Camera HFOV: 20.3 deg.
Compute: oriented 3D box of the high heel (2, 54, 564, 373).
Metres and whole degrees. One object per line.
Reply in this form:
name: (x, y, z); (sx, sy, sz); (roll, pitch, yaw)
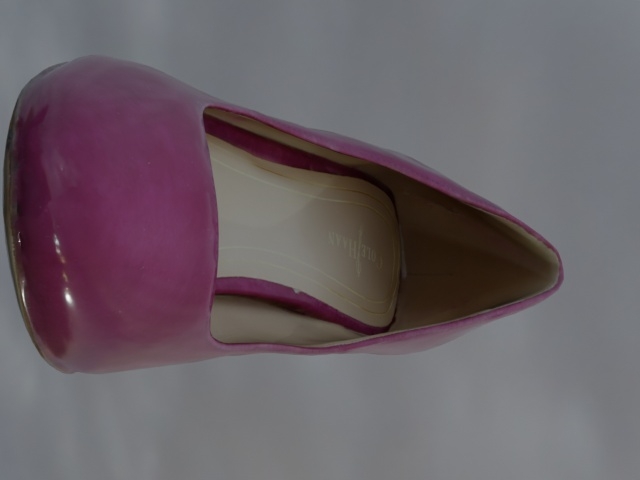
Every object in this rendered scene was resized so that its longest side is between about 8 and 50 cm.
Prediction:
high heel: (0.000, 0.000, 0.477); (0.244, 0.117, 0.082); (42, 49, -75)
